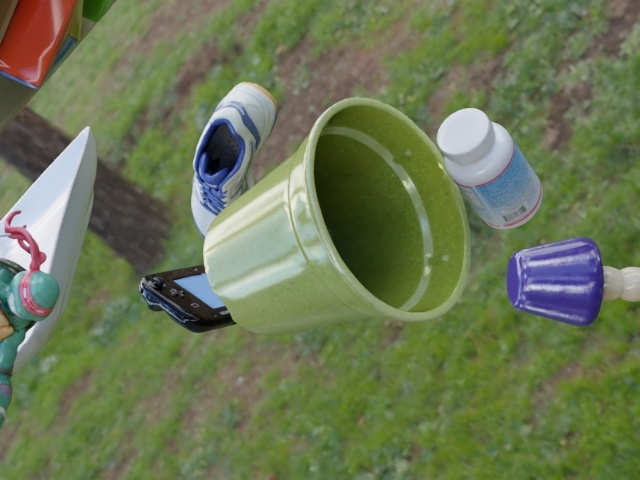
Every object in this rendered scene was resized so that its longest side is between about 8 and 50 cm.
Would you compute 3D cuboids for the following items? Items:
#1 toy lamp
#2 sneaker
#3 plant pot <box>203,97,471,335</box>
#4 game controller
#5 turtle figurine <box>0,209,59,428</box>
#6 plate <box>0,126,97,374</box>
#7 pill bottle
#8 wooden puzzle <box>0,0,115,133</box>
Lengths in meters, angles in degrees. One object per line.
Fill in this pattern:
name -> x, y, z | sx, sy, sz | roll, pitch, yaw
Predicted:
toy lamp -> 0.296, 0.036, 1.038 | 0.080, 0.275, 0.080 | -179, 90, -82
sneaker -> -0.163, -0.107, 1.910 | 0.131, 0.112, 0.296 | -48, -20, -51
plant pot -> 0.000, 0.000, 1.502 | 0.254, 0.276, 0.276 | -24, 39, 41
game controller -> -0.183, 0.097, 2.220 | 0.166, 0.319, 0.067 | 23, 108, 28
turtle figurine -> -0.286, 0.067, 0.974 | 0.234, 0.175, 0.118 | -19, 7, 31
plate -> -0.327, 0.050, 1.336 | 0.277, 0.045, 0.278 | -36, 36, 42
pill bottle -> 0.203, -0.088, 1.479 | 0.087, 0.160, 0.087 | -17, 52, 23
wooden puzzle -> -0.207, -0.291, 1.078 | 0.322, 0.080, 0.348 | -71, 0, -57
